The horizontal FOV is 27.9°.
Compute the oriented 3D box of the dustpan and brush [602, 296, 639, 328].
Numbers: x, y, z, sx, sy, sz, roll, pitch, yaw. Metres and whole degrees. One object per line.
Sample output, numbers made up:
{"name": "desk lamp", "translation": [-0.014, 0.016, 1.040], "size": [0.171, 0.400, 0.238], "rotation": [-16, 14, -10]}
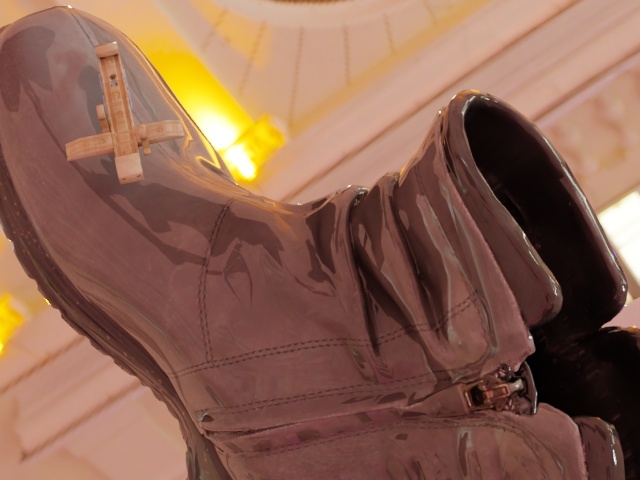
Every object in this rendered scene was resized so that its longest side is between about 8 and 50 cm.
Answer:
{"name": "dustpan and brush", "translation": [0.348, 0.066, 1.040], "size": [0.211, 0.060, 0.147], "rotation": [-38, -125, -8]}

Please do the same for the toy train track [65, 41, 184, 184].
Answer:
{"name": "toy train track", "translation": [-0.084, -0.057, 0.529], "size": [0.048, 0.014, 0.083], "rotation": [-13, -132, -6]}

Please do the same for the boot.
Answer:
{"name": "boot", "translation": [0.000, 0.000, 0.515], "size": [0.118, 0.338, 0.223], "rotation": [-25, 168, -45]}
